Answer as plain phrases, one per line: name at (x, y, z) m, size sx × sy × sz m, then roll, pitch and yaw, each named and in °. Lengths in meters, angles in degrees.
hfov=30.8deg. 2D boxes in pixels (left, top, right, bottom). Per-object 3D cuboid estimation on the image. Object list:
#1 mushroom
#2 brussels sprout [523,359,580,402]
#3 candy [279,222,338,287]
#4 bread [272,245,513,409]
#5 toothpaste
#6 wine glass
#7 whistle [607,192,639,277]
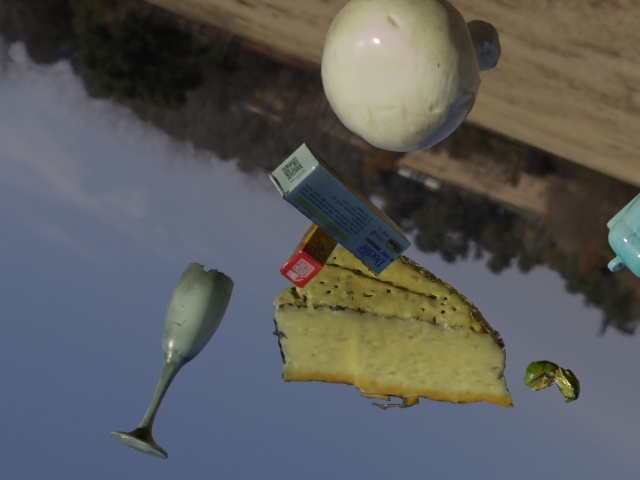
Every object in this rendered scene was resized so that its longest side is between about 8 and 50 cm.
mushroom at (0.181, -0.320, 2.170) m, size 0.356 × 0.315 × 0.315 m, roll -2°, pitch -173°, yaw -3°
brussels sprout at (0.337, 0.202, 1.680) m, size 0.083 × 0.051 × 0.046 m, roll 20°, pitch 160°, yaw 19°
candy at (0.000, 0.000, 1.469) m, size 0.038 × 0.122 × 0.062 m, roll 39°, pitch 139°, yaw -5°
bread at (0.105, 0.179, 1.868) m, size 0.279 × 0.248 × 0.315 m, roll -28°, pitch -134°, yaw -23°
toothpaste at (0.019, -0.024, 1.016) m, size 0.164 × 0.046 × 0.034 m, roll 39°, pitch -168°, yaw -47°
wine glass at (-0.312, 0.169, 1.898) m, size 0.264 × 0.309 × 0.096 m, roll 14°, pitch 159°, yaw 17°
whistle at (0.459, -0.057, 1.439) m, size 0.186 × 0.274 × 0.093 m, roll 14°, pitch -146°, yaw -54°
